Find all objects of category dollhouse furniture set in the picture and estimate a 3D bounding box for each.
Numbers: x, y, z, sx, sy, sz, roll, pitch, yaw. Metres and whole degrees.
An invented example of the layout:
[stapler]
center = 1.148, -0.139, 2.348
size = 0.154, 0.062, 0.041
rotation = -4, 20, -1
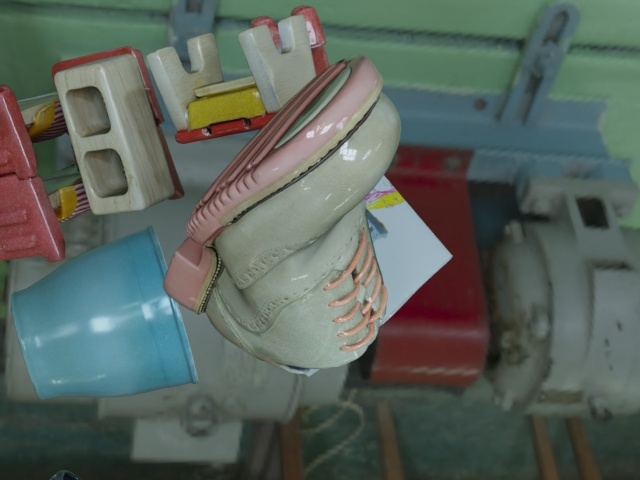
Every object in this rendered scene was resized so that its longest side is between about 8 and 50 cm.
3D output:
[dollhouse furniture set]
center = -0.134, -0.089, 1.039
size = 0.374, 0.201, 0.152
rotation = -6, 105, 32

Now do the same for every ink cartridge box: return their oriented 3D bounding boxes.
[ink cartridge box]
center = -0.002, 0.004, 1.082
size = 0.176, 0.127, 0.128
rotation = 51, 147, 1

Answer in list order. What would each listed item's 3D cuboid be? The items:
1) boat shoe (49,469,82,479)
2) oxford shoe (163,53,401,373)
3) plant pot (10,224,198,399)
[boat shoe]
center = -0.328, 0.532, 1.994
size = 0.156, 0.500, 0.187
rotation = -54, 139, -10
[oxford shoe]
center = 0.000, 0.000, 0.813
size = 0.146, 0.140, 0.397
rotation = 43, 163, 1
[plant pot]
center = -0.358, 0.141, 2.001
size = 0.255, 0.272, 0.272
rotation = -17, 140, -9
